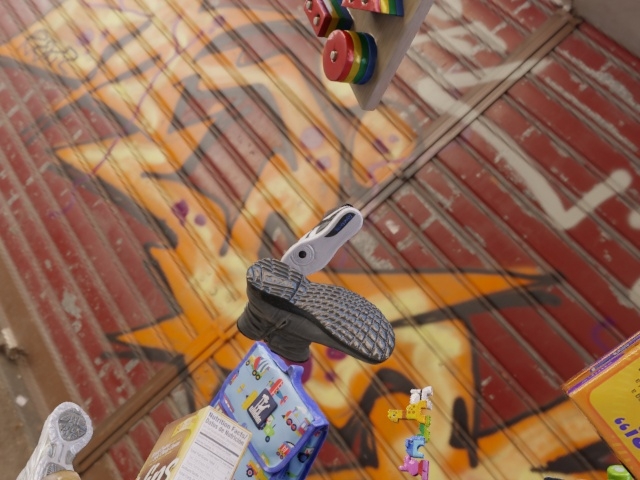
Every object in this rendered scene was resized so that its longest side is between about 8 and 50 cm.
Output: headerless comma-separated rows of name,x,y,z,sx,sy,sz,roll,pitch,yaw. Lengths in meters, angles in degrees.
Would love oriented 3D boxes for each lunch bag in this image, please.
lunch bag,-0.103,0.357,1.162,0.138,0.293,0.221,11,25,-45

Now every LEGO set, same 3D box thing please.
LEGO set,0.216,0.459,1.483,0.087,0.093,0.227,57,36,-51

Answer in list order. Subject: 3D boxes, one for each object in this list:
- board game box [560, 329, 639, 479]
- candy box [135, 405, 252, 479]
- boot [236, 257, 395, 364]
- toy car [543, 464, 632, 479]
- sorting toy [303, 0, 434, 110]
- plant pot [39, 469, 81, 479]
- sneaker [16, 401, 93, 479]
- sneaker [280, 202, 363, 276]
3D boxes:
board game box,0.566,0.230,0.752,0.356,0.356,0.356,54,9,21
candy box,-0.231,0.405,0.850,0.088,0.183,0.316,37,51,-15
boot,-0.012,0.134,0.910,0.247,0.083,0.161,28,-40,14
toy car,0.615,0.607,1.400,0.149,0.189,0.154,-13,98,-54
sorting toy,0.064,-0.407,1.051,0.090,0.257,0.255,-2,54,-27
plant pot,-0.407,0.433,0.832,0.032,0.236,0.236,35,10,-33
sneaker,-0.489,0.391,1.083,0.090,0.115,0.232,44,18,-23
sneaker,0.000,0.000,1.381,0.079,0.217,0.121,52,2,-13
